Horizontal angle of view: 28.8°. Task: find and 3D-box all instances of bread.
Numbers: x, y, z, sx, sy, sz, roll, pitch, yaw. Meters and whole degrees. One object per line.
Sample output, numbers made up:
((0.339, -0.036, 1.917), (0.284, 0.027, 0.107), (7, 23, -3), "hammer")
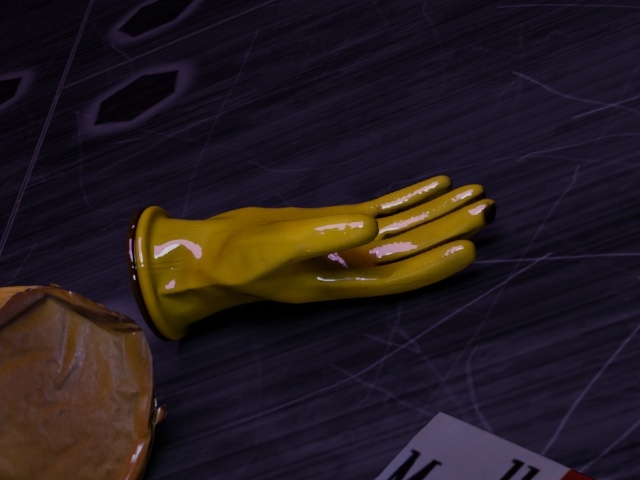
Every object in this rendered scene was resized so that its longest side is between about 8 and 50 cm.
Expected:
((-0.214, 0.125, 0.890), (0.104, 0.199, 0.199), (-1, 39, 37), "bread")

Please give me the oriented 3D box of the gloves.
((0.000, -0.001, 1.023), (0.295, 0.116, 0.133), (-12, 40, 13), "gloves")

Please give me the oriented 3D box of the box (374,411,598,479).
((0.098, 0.172, 0.728), (0.115, 0.036, 0.177), (-41, 32, -22), "box")
